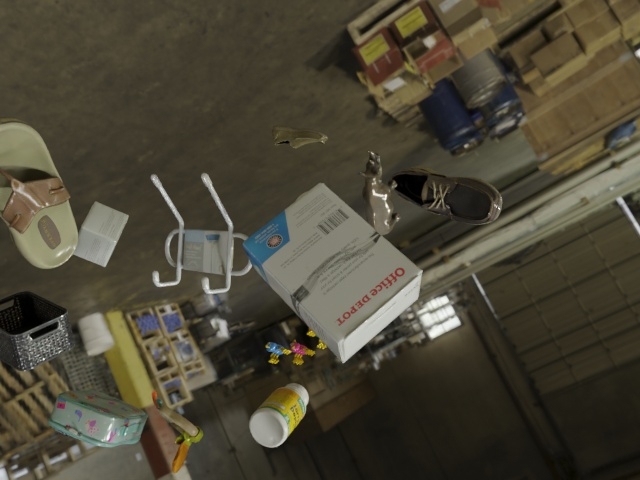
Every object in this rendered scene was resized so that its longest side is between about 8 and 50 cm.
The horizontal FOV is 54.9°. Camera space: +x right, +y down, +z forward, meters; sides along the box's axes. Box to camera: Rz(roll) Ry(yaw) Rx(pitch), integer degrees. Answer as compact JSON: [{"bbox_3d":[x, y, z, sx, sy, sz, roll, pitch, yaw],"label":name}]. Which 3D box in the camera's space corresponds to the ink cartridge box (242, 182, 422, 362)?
[{"bbox_3d":[0.025,0.063,1.287,0.223,0.307,0.129,-38,153,-16],"label":"ink cartridge box"}]

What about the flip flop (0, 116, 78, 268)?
[{"bbox_3d":[-0.367,-0.045,0.786,0.112,0.080,0.277,-45,155,-28],"label":"flip flop"}]

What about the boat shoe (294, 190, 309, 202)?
[{"bbox_3d":[0.000,0.000,1.657,0.116,0.319,0.099,-23,140,6],"label":"boat shoe"}]

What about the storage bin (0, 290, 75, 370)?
[{"bbox_3d":[-0.605,0.181,1.257,0.180,0.084,0.122,14,-153,36],"label":"storage bin"}]

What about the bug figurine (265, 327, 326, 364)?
[{"bbox_3d":[-0.067,0.369,2.318,0.279,0.072,0.216,-37,140,15],"label":"bug figurine"}]

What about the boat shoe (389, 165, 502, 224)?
[{"bbox_3d":[0.330,-0.119,1.696,0.130,0.132,0.355,-8,-161,-36],"label":"boat shoe"}]

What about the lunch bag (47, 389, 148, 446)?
[{"bbox_3d":[-0.647,0.529,1.816,0.279,0.224,0.107,56,55,-76],"label":"lunch bag"}]

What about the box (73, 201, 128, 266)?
[{"bbox_3d":[-0.526,-0.015,1.470,0.087,0.102,0.101,24,130,-17],"label":"box"}]

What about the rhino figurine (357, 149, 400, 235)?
[{"bbox_3d":[0.141,-0.115,1.511,0.073,0.243,0.106,8,-138,27],"label":"rhino figurine"}]

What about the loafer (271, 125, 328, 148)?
[{"bbox_3d":[-0.053,-0.256,1.555,0.148,0.050,0.056,9,-178,16],"label":"loafer"}]

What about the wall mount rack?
[{"bbox_3d":[-0.337,-0.021,1.626,0.350,0.304,0.130,4,-178,37],"label":"wall mount rack"}]

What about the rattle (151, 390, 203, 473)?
[{"bbox_3d":[-0.458,0.561,1.818,0.142,0.200,0.130,-54,-178,-12],"label":"rattle"}]

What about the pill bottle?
[{"bbox_3d":[-0.112,0.500,1.794,0.118,0.117,0.208,-31,180,24],"label":"pill bottle"}]
